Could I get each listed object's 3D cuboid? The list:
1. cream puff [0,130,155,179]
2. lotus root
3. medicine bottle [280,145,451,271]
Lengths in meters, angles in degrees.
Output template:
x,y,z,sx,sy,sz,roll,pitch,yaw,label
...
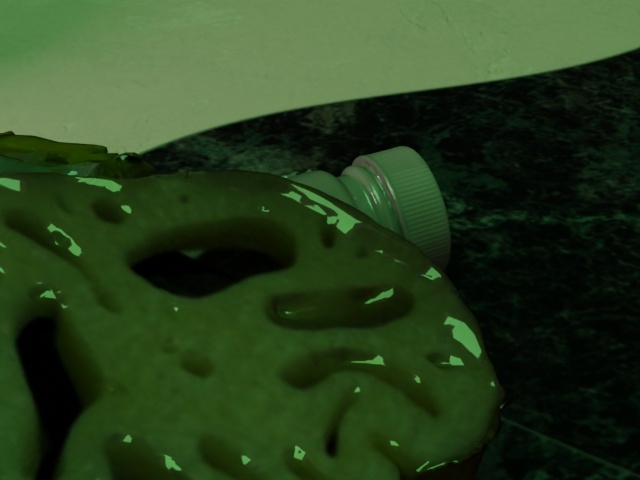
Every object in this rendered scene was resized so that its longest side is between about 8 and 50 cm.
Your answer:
x,y,z,sx,sy,sz,roll,pitch,yaw,label
-0.230,-0.008,1.090,0.281,0.185,0.282,-3,39,3,cream puff
-0.080,0.094,0.895,0.375,0.111,0.390,39,44,11,lotus root
0.000,0.000,1.123,0.168,0.105,0.105,-17,38,-18,medicine bottle
